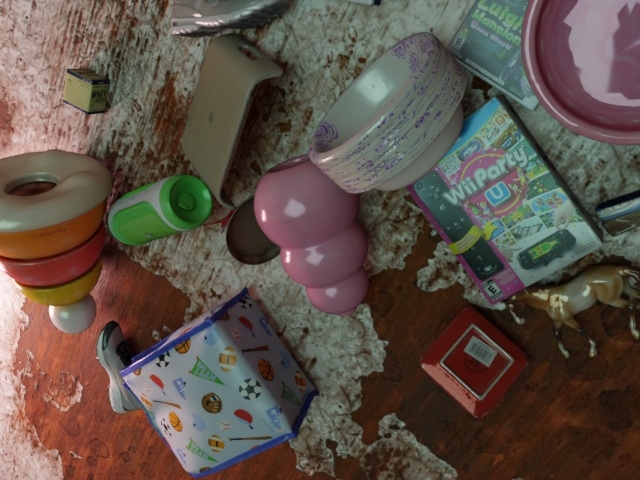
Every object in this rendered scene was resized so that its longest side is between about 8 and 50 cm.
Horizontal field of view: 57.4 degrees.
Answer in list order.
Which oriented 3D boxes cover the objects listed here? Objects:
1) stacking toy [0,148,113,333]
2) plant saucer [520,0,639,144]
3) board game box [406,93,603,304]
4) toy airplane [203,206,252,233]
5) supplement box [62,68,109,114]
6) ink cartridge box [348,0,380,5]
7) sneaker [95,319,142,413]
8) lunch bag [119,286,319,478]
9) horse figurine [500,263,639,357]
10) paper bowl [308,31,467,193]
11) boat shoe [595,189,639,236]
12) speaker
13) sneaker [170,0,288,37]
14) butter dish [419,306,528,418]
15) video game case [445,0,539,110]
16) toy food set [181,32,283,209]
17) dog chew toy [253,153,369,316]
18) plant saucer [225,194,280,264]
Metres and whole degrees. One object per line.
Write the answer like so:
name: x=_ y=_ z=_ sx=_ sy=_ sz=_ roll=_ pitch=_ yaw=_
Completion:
stacking toy: x=-0.668 y=0.047 z=1.454 sx=0.351 sy=0.350 sz=0.479 roll=16 pitch=125 yaw=21
plant saucer: x=0.476 y=-0.314 z=0.876 sx=0.333 sy=0.084 sz=0.331 roll=6 pitch=111 yaw=16
board game box: x=0.313 y=-0.069 z=1.041 sx=0.224 sy=0.097 sz=0.303 roll=-36 pitch=88 yaw=30
toy airplane: x=-0.195 y=-0.050 z=1.283 sx=0.151 sy=0.151 sz=0.028 roll=-24 pitch=81 yaw=30
supplement box: x=-0.557 y=-0.354 z=1.388 sx=0.083 sy=0.056 sz=0.083 roll=27 pitch=116 yaw=16
ink cartridge box: x=0.024 y=-0.555 z=1.051 sx=0.224 sy=0.045 sz=0.223 roll=21 pitch=114 yaw=21
sneaker: x=-0.526 y=0.340 z=1.583 sx=0.108 sy=0.100 sz=0.271 roll=-6 pitch=107 yaw=13
lunch bag: x=-0.253 y=0.346 z=1.368 sx=0.386 sy=0.239 sz=0.327 roll=-34 pitch=92 yaw=23
horse figurine: x=0.481 y=0.113 z=1.037 sx=0.263 sy=0.066 sz=0.174 roll=-32 pitch=97 yaw=32
paper bowl: x=0.124 y=-0.197 z=0.990 sx=0.284 sy=0.284 sz=0.148 roll=-35 pitch=116 yaw=30
boat shoe: x=0.554 y=-0.056 z=0.953 sx=0.183 sy=0.066 sz=0.066 roll=-20 pitch=102 yaw=39
speaker: x=-0.367 y=-0.064 z=1.311 sx=0.297 sy=0.131 sz=0.131 roll=-11 pitch=102 yaw=47
sneaker: x=-0.193 y=-0.473 z=1.142 sx=0.282 sy=0.105 sz=0.115 roll=3 pitch=105 yaw=29
butter dish: x=0.290 y=0.239 z=1.145 sx=0.160 sy=0.118 sz=0.160 roll=42 pitch=79 yaw=10
video game case: x=0.332 y=-0.343 z=0.985 sx=0.190 sy=0.022 sz=0.173 roll=37 pitch=118 yaw=11
toy food set: x=-0.182 y=-0.244 z=1.197 sx=0.219 sy=0.093 sz=0.306 roll=50 pitch=128 yaw=42
dog chew toy: x=0.000 y=0.000 z=1.160 sx=0.207 sy=0.206 sz=0.331 roll=-11 pitch=109 yaw=28
plant saucer: x=-0.130 y=-0.028 z=1.243 sx=0.029 sy=0.169 sz=0.168 roll=36 pitch=123 yaw=47
